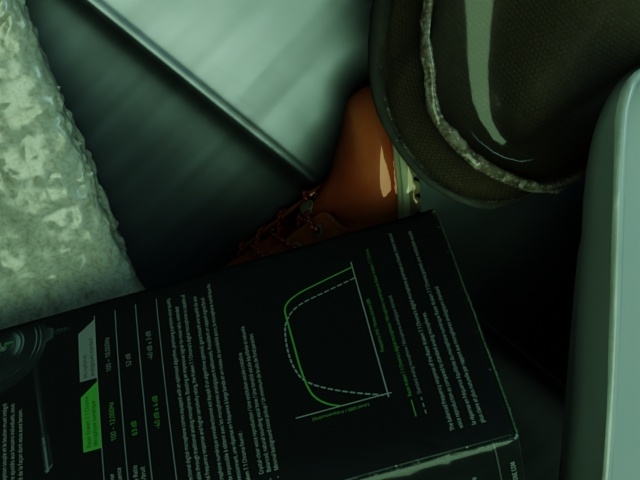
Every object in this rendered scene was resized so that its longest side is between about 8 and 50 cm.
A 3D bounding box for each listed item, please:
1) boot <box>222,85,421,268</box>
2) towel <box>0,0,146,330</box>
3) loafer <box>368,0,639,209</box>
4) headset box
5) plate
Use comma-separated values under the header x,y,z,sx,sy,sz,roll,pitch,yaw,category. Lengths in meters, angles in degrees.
x,y,z,sx,sy,sz,roll,pitch,yaw,category
0.000,0.000,0.613,0.085,0.059,0.158,6,114,-7,boot
-0.186,-0.013,0.579,0.187,0.049,0.282,-19,116,0,towel
0.146,-0.168,0.508,0.134,0.130,0.366,29,100,-19,loafer
-0.051,0.150,0.591,0.283,0.131,0.246,-16,132,1,headset box
0.177,0.075,0.583,0.277,0.045,0.278,1,94,-47,plate
